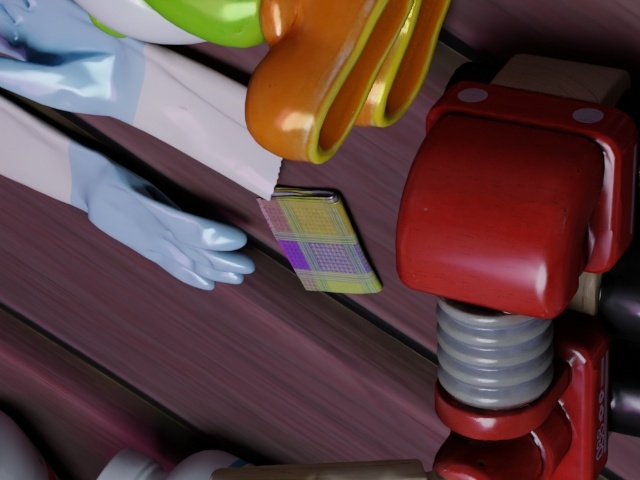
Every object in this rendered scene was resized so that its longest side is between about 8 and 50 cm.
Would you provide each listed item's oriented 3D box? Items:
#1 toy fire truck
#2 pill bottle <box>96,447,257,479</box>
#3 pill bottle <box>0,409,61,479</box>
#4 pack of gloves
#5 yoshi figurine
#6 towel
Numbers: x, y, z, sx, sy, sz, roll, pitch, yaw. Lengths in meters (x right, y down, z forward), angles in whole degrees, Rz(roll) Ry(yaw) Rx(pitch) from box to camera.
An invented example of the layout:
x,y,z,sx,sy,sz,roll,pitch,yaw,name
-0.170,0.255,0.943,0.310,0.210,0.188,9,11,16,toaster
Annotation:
x,y,z,sx,sy,sz,roll,pitch,yaw,name
0.063,0.050,0.852,0.158,0.246,0.217,13,126,24,toy fire truck
-0.042,0.243,1.269,0.264,0.146,0.146,23,143,13,pill bottle
-0.246,0.344,1.470,0.229,0.229,0.407,-2,133,38,pill bottle
-0.139,-0.055,1.070,0.232,0.046,0.195,28,143,12,pack of gloves
-0.133,-0.138,0.857,0.362,0.203,0.203,28,151,11,yoshi figurine
0.000,0.000,1.069,0.060,0.009,0.083,2,135,34,towel
